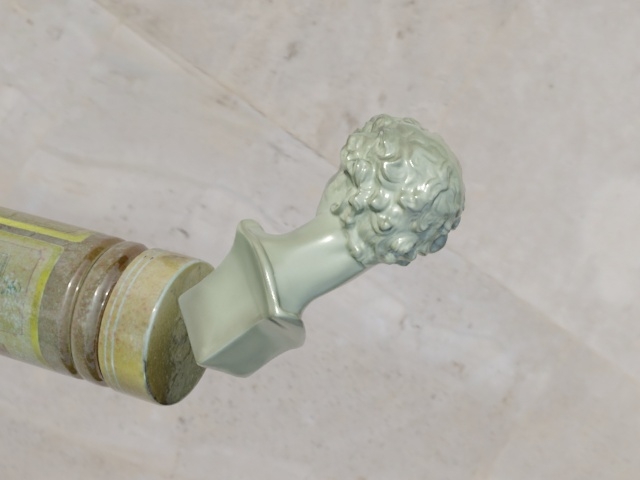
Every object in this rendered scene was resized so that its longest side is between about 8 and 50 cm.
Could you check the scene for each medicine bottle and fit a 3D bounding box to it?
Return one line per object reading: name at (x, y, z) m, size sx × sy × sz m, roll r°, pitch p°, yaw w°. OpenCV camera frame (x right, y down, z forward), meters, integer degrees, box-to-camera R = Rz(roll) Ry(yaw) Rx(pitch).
medicine bottle at (-0.276, 0.056, 1.322) m, size 0.151 × 0.322 × 0.151 m, roll 14°, pitch 90°, yaw -69°

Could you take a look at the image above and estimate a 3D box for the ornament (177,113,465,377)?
ornament at (0.001, 0.011, 1.101) m, size 0.285 × 0.130 × 0.120 m, roll -42°, pitch 147°, yaw 3°
